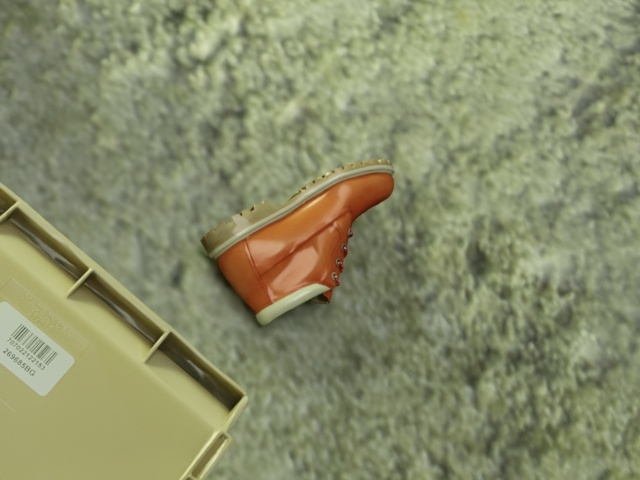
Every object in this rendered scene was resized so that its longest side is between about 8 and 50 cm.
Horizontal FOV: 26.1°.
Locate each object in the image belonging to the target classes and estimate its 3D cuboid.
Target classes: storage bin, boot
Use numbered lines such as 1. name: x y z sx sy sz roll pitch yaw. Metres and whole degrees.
1. storage bin: -0.219 0.116 0.784 0.262 0.123 0.260 41 55 -2
2. boot: 0.000 0.000 0.987 0.158 0.059 0.085 -29 84 -25
